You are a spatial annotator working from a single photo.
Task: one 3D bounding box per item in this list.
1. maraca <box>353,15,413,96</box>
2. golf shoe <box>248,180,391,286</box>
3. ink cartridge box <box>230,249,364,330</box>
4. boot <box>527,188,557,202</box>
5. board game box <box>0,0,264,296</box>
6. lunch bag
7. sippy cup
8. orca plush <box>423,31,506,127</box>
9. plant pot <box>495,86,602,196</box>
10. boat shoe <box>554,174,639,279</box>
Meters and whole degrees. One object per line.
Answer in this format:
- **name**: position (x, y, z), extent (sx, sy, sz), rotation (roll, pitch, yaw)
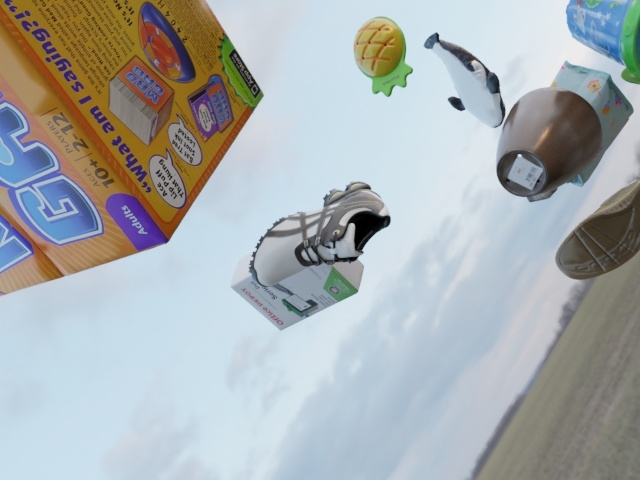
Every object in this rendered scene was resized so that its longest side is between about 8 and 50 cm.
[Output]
- **maraca**: position (0.137, -0.409, 1.788), extent (0.127, 0.185, 0.099), rotation (-28, -17, 30)
- **golf shoe**: position (0.000, 0.000, 1.026), extent (0.198, 0.094, 0.077), rotation (-37, -53, -7)
- **ink cartridge box**: position (-0.049, 0.072, 1.630), extent (0.219, 0.160, 0.092), rotation (-30, 28, 32)
- **boot**: position (0.564, -0.159, 2.108), extent (0.087, 0.118, 0.042), rotation (-34, -12, 33)
- **board game box**: position (-0.357, -0.193, 1.057), extent (0.356, 0.357, 0.356), rotation (57, -147, -27)
- **lunch bag**: position (0.611, -0.261, 1.896), extent (0.262, 0.160, 0.223), rotation (27, -86, -51)
- **sippy cup**: position (0.668, -0.489, 1.748), extent (0.240, 0.224, 0.305), rotation (-9, -60, -32)
- **orca plush**: position (0.383, -0.422, 2.076), extent (0.102, 0.287, 0.151), rotation (-44, -8, -43)
- **plant pot**: position (0.464, -0.188, 1.717), extent (0.230, 0.215, 0.215), rotation (-44, -22, -48)
- **boat shoe**: position (0.642, -0.043, 1.686), extent (0.341, 0.121, 0.110), rotation (-42, -6, 25)
